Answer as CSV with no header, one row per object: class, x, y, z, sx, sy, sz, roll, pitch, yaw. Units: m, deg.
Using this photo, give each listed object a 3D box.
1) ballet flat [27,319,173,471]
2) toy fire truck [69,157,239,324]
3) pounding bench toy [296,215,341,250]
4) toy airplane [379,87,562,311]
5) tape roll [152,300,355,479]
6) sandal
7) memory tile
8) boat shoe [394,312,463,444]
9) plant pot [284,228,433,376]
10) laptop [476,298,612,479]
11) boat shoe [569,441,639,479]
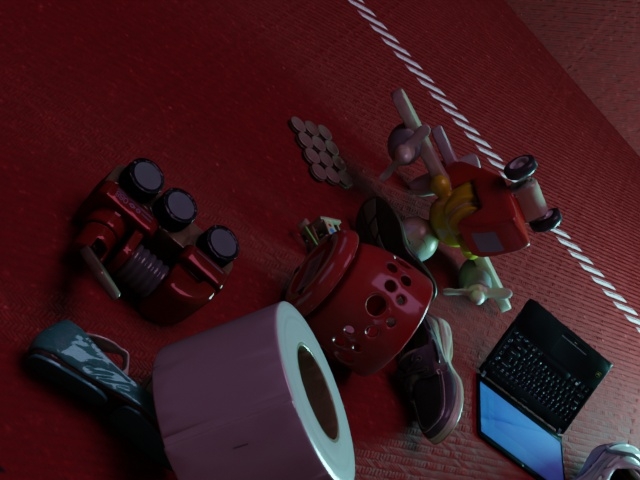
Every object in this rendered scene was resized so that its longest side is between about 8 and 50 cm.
ballet flat,-0.241,0.181,1.441,0.247,0.083,0.087,41,54,-14
toy fire truck,-0.239,0.032,1.572,0.217,0.158,0.246,43,43,-14
pounding bench toy,0.000,0.000,1.990,0.083,0.052,0.065,11,49,-47
toy airplane,0.244,-0.064,2.223,0.386,0.272,0.384,53,-8,21
tape roll,-0.078,0.216,1.459,0.246,0.169,0.246,-21,90,-80
sandal,0.140,0.021,2.123,0.219,0.090,0.060,54,14,8
memory tile,0.001,-0.165,2.206,0.113,0.012,0.148,10,49,-48
boat shoe,0.169,0.215,1.941,0.092,0.103,0.285,31,32,-20
plant pot,0.054,0.088,1.834,0.174,0.191,0.191,38,33,-15
laptop,0.414,0.286,2.141,0.234,0.264,0.136,38,-4,-21
boat shoe,0.537,0.440,2.086,0.367,0.157,0.135,-7,86,-54
